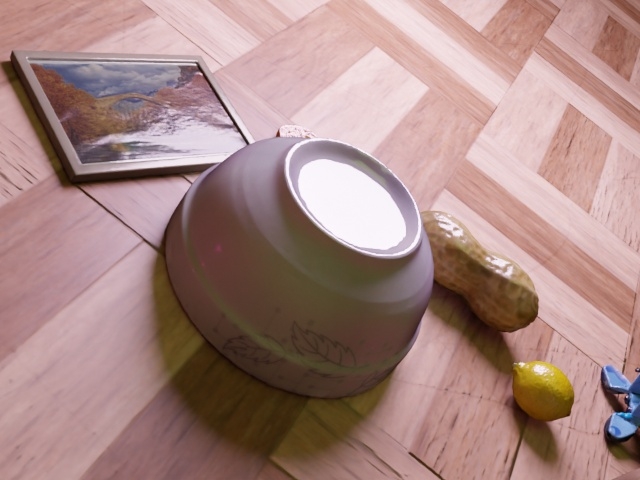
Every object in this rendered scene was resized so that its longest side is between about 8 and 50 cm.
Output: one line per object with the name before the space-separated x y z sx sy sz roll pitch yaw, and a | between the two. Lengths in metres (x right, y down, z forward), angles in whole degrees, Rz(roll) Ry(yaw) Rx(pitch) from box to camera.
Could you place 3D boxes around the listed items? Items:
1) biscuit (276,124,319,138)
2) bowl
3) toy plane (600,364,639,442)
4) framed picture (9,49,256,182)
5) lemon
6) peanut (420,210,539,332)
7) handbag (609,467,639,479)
biscuit | -0.024 -0.109 1.005 0.078 0.015 0.091 2 50 -34
bowl | 0.000 0.000 0.815 0.286 0.144 0.287 20 41 -19
toy plane | 0.465 0.232 0.983 0.246 0.078 0.169 24 40 -7
framed picture | -0.199 -0.146 0.907 0.249 0.016 0.184 -9 58 -43
lemon | 0.248 0.168 0.901 0.083 0.062 0.062 44 39 10
peanut | 0.182 0.033 0.971 0.192 0.089 0.089 42 39 4
handbag | 0.316 0.322 0.623 0.149 0.283 0.302 15 44 -23
